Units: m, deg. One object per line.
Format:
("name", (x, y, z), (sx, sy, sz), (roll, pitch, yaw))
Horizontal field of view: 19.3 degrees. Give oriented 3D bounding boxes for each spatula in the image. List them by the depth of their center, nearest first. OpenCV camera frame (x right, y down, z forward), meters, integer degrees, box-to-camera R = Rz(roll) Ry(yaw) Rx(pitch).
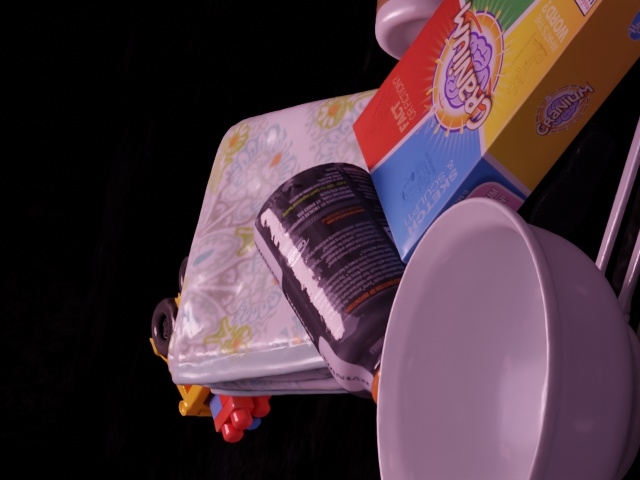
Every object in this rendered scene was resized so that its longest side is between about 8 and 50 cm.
("spatula", (0.248, 0.010, 1.495), (0.168, 0.019, 0.242), (-137, 61, -72))

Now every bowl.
("bowl", (0.161, 0.121, 1.461), (0.298, 0.134, 0.298), (-172, 90, -69))

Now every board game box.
("board game box", (0.161, -0.150, 1.667), (0.316, 0.064, 0.242), (-54, 27, 22))

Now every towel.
("towel", (0.000, 0.000, 1.934), (0.374, 0.090, 0.320), (-7, 63, 47))

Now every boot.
("boot", (0.207, -0.069, 1.639), (0.121, 0.045, 0.099), (-63, 23, 20))

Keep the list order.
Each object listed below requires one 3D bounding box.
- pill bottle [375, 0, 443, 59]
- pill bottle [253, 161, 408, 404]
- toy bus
("pill bottle", (0.128, -0.301, 1.909), (0.131, 0.131, 0.229), (137, 142, -62))
("pill bottle", (0.044, 0.052, 1.693), (0.245, 0.130, 0.130), (58, 137, 39))
("toy bus", (-0.104, 0.135, 2.365), (0.220, 0.149, 0.211), (-59, 38, 41))
